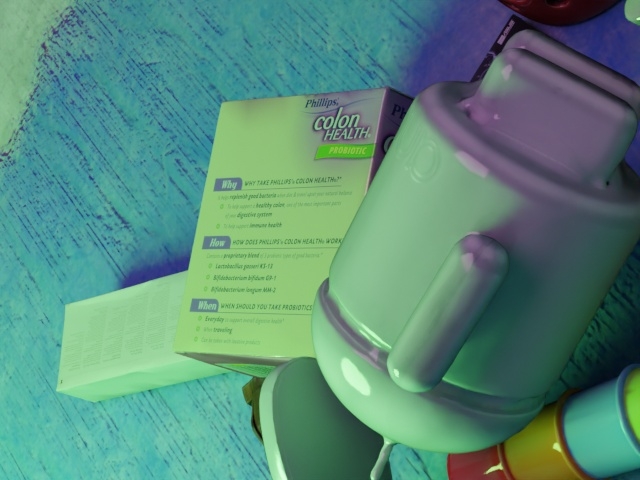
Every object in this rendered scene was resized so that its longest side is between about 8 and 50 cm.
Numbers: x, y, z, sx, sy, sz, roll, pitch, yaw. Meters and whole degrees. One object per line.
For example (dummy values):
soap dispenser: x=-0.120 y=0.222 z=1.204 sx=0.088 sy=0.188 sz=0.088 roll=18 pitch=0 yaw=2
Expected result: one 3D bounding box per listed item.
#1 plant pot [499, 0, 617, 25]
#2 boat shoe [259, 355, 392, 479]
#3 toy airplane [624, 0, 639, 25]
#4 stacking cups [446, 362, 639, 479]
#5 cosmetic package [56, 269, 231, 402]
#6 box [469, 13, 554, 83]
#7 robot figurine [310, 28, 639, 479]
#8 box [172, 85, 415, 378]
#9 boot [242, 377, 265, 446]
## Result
plant pot: x=0.185 y=-0.308 z=1.664 sx=0.191 sy=0.174 sz=0.191 roll=-21 pitch=57 yaw=37
boat shoe: x=0.014 y=0.245 z=1.574 sx=0.105 sy=0.113 sz=0.306 roll=-18 pitch=102 yaw=50
toy airplane: x=0.382 y=-0.193 z=1.383 sx=0.386 sy=0.272 sz=0.384 roll=124 pitch=167 yaw=-54
stacking cups: x=0.229 y=0.141 z=1.477 sx=0.316 sy=0.096 sz=0.096 roll=-23 pitch=58 yaw=37
cosmetic package: x=-0.168 y=0.097 z=1.925 sx=0.239 sy=0.060 sz=0.099 roll=-15 pitch=61 yaw=41
box: x=0.177 y=-0.156 z=1.716 sx=0.083 sy=0.018 sz=0.067 roll=-58 pitch=44 yaw=10
robot figurine: x=0.120 y=0.017 z=1.461 sx=0.200 sy=0.300 sz=0.353 roll=29 pitch=111 yaw=8
box: x=0.000 y=0.000 z=1.684 sx=0.213 sy=0.117 sz=0.243 roll=-1 pitch=74 yaw=45
boot: x=-0.018 y=0.138 z=1.778 sx=0.114 sy=0.037 sz=0.106 roll=-42 pitch=50 yaw=18
